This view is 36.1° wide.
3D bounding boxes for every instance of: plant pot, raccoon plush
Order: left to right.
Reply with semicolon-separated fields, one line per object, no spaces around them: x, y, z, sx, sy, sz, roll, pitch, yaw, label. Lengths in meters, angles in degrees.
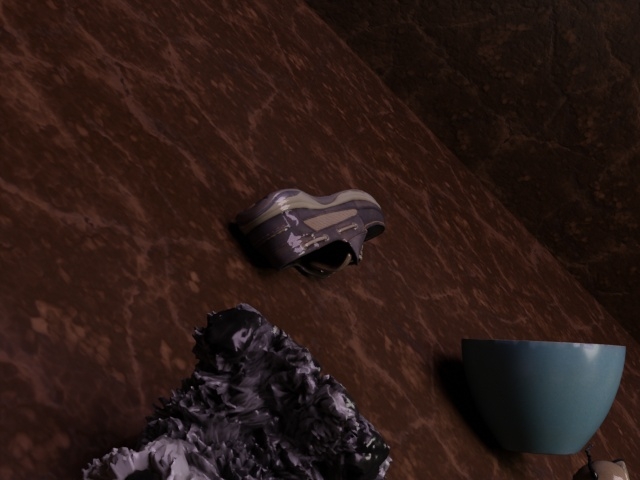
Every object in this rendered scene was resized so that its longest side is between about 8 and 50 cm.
-0.101;0.263;0.968;0.216;0.299;0.446;41;-15;18;raccoon plush
0.397;0.280;1.770;0.290;0.290;0.195;13;78;-58;plant pot

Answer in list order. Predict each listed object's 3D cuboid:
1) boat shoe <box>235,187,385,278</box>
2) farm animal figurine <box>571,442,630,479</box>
0.000;0.000;1.608;0.355;0.132;0.130;-4;66;-54;boat shoe
0.492;0.465;1.497;0.327;0.330;0.172;53;11;10;farm animal figurine
